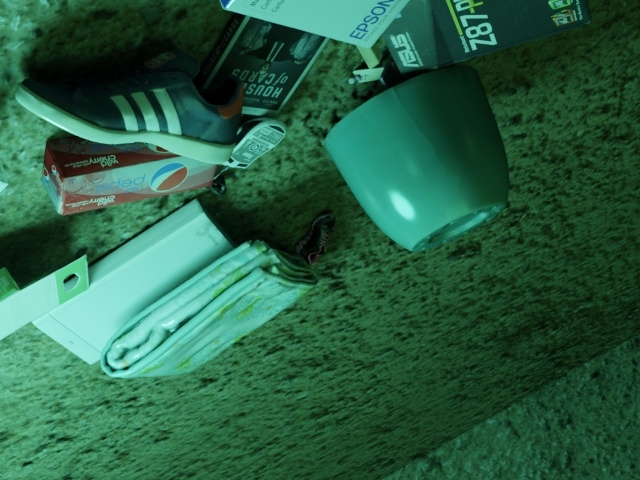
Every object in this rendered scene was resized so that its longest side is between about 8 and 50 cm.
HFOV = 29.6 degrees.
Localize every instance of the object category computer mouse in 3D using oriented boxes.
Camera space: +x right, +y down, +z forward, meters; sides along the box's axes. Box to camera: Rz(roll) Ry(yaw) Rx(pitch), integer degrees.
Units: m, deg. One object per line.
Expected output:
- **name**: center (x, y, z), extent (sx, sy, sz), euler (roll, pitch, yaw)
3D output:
- **computer mouse**: center (-0.136, -0.150, 2.008), extent (0.193, 0.042, 0.106), euler (-36, 146, 23)

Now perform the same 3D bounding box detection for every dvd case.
- **dvd case**: center (-0.083, -0.290, 1.865), extent (0.179, 0.029, 0.238), euler (1, 136, -43)

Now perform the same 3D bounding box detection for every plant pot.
- **plant pot**: center (0.185, -0.122, 2.071), extent (0.293, 0.235, 0.293), euler (-23, 168, -5)

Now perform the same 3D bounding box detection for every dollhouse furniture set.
- **dollhouse furniture set**: center (0.072, -0.309, 1.999), extent (0.081, 0.091, 0.114), euler (-3, 138, 34)

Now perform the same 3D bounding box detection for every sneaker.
- **sneaker**: center (0.000, 0.000, 2.340), extent (0.047, 0.057, 0.119), euler (1, 135, -41)
- **sneaker**: center (-0.262, -0.217, 1.740), extent (0.350, 0.131, 0.148), euler (7, 111, -40)

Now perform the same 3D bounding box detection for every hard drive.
- **hard drive**: center (-0.320, 0.081, 2.177), extent (0.353, 0.047, 0.233), euler (-33, 150, 1)

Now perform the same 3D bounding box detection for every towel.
- **towel**: center (-0.197, 0.141, 2.256), extent (0.374, 0.090, 0.320), euler (-34, 164, 9)

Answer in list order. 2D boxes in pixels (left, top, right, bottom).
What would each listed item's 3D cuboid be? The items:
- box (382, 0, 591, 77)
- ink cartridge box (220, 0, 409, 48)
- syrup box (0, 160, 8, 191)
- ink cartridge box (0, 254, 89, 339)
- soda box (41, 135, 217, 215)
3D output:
- **box**: center (0.217, -0.418, 1.795), extent (0.318, 0.097, 0.395), euler (-13, 153, 13)
- **ink cartridge box**: center (0.006, -0.406, 1.593), extent (0.330, 0.071, 0.324), euler (8, 146, -29)
- **syrup box**: center (-0.562, -0.053, 1.709), extent (0.237, 0.096, 0.093), euler (-41, 150, 15)
- **ink cartridge box**: center (-0.491, 0.093, 1.962), extent (0.235, 0.056, 0.171), euler (-34, 167, -20)
- **soda box**: center (-0.291, -0.118, 1.874), extent (0.263, 0.083, 0.092), euler (-14, 146, -29)
